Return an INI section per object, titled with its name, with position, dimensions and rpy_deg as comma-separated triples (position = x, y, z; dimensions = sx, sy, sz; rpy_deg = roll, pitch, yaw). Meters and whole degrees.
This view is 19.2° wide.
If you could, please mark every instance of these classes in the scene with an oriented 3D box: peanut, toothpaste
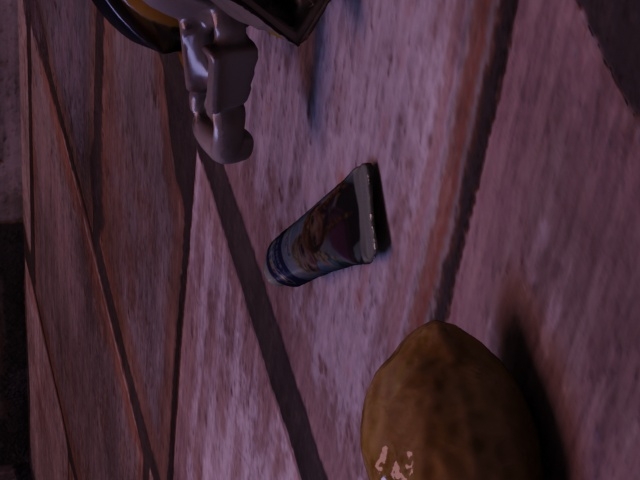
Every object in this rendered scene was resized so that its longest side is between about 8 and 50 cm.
[peanut]
position = 0.068, 0.155, 0.956
dimensions = 0.103, 0.098, 0.229
rpy_deg = 8, 104, 47
[toothpaste]
position = 0.000, 0.000, 1.261
dimensions = 0.216, 0.037, 0.062
rpy_deg = 150, 113, -69

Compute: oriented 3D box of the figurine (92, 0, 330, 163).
[figurine]
position = -0.084, -0.209, 1.267
dimensions = 0.308, 0.143, 0.308
rpy_deg = -169, 90, -69
